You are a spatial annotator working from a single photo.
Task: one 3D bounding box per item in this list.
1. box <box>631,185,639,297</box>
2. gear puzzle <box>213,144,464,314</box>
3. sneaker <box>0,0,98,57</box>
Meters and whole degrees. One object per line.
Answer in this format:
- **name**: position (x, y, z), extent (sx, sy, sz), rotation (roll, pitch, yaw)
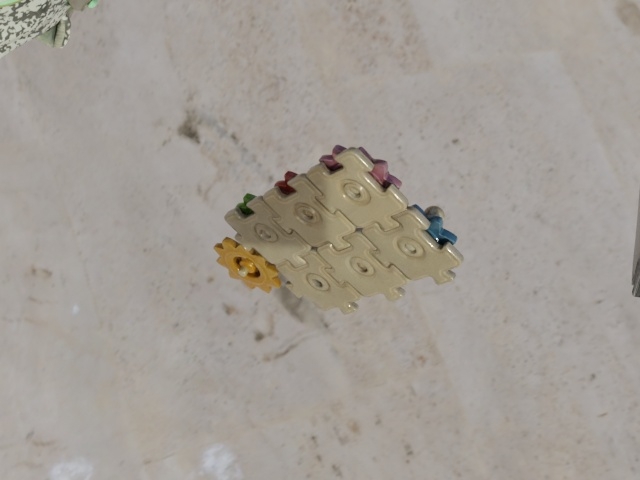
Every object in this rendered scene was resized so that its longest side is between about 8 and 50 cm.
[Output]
- **box**: position (0.193, -0.081, 0.478), extent (0.077, 0.147, 0.180), rotation (8, 61, 12)
- **gear puzzle**: position (0.000, 0.000, 1.120), extent (0.175, 0.339, 0.044), rotation (44, 56, -17)
- **sneaker**: position (-0.214, -0.258, 0.899), extent (0.158, 0.182, 0.410), rotation (34, 44, 9)
